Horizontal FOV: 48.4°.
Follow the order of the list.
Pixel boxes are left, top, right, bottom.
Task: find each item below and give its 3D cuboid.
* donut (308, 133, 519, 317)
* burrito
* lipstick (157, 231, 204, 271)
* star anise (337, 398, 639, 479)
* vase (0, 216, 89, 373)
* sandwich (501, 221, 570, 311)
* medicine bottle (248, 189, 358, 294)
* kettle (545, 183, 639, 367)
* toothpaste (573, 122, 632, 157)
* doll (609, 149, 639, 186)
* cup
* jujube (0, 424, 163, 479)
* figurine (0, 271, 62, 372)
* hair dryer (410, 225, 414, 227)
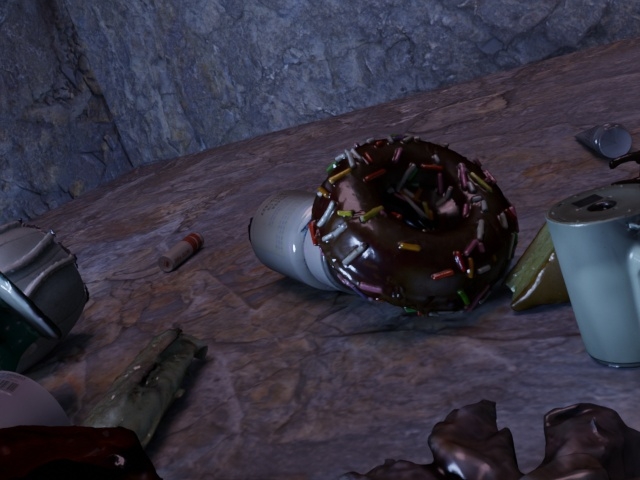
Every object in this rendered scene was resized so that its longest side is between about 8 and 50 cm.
[{"bbox_3d":[0.118,-0.029,0.881,0.269,0.103,0.270,7,45,-7],"label":"donut"},{"bbox_3d":[-0.217,0.190,0.845,0.096,0.066,0.309,-20,15,17],"label":"burrito"},{"bbox_3d":[-0.296,0.023,1.516,0.038,0.038,0.131,-11,19,26],"label":"lipstick"},{"bbox_3d":[0.104,0.188,0.393,0.331,0.118,0.332,-13,16,4],"label":"star anise"},{"bbox_3d":[-0.589,0.160,1.100,0.250,0.250,0.445,-6,26,39],"label":"vase"},{"bbox_3d":[0.326,0.003,0.790,0.258,0.096,0.094,-13,12,12],"label":"sandwich"},{"bbox_3d":[0.000,0.000,1.073,0.143,0.143,0.258,-26,17,-20],"label":"medicine bottle"},{"bbox_3d":[0.279,0.033,0.640,0.098,0.148,0.127,-29,17,-36],"label":"kettle"},{"bbox_3d":[0.508,-0.188,1.270,0.089,0.057,0.234,-12,11,17],"label":"toothpaste"},{"bbox_3d":[0.513,-0.109,1.000,0.165,0.057,0.139,-17,12,-25],"label":"doll"},{"bbox_3d":[-0.377,0.236,0.758,0.173,0.134,0.142,-10,21,25],"label":"cup"},{"bbox_3d":[-0.253,0.229,0.601,0.236,0.168,0.168,-16,13,-28],"label":"jujube"},{"bbox_3d":[-0.507,0.176,0.868,0.231,0.324,0.340,26,61,34],"label":"figurine"},{"bbox_3d":[0.200,-0.038,1.146,0.219,0.075,0.195,-19,4,-39],"label":"hair dryer"}]
